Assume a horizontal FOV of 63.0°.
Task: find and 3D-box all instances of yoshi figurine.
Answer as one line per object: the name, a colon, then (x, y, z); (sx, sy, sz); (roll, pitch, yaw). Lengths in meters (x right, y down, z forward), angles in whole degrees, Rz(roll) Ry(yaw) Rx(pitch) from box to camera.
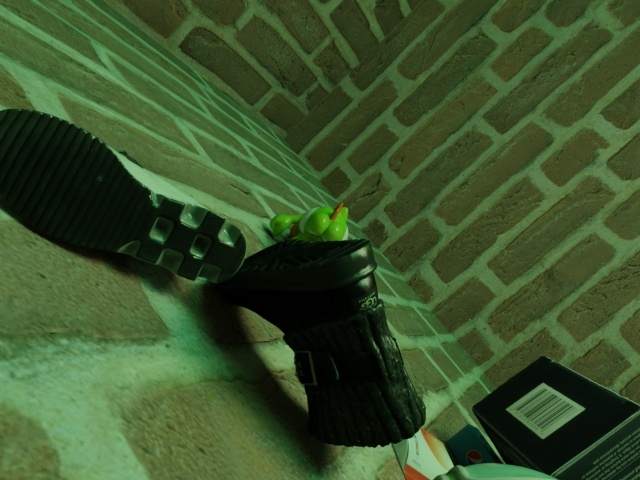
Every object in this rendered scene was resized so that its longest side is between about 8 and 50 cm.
yoshi figurine: (-0.025, 0.014, 1.303); (0.362, 0.204, 0.202); (119, -31, -86)

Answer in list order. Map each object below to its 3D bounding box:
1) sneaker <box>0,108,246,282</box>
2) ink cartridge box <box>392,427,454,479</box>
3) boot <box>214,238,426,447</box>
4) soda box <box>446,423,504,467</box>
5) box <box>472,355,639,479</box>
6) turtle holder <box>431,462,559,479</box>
sneaker: (-0.260, -0.049, 0.661); (0.331, 0.122, 0.146); (35, -4, -38)
ink cartridge box: (0.194, 0.404, 0.924); (0.145, 0.045, 0.179); (42, 9, -25)
boot: (-0.021, 0.140, 0.751); (0.348, 0.131, 0.260); (-1, -70, 56)
soda box: (0.369, 0.512, 1.137); (0.067, 0.071, 0.210); (36, 15, -46)
box: (0.534, 0.478, 1.028); (0.395, 0.212, 0.293); (58, -5, -10)
turtle holder: (0.179, 0.373, 0.572); (0.227, 0.321, 0.243); (-154, -127, -75)
